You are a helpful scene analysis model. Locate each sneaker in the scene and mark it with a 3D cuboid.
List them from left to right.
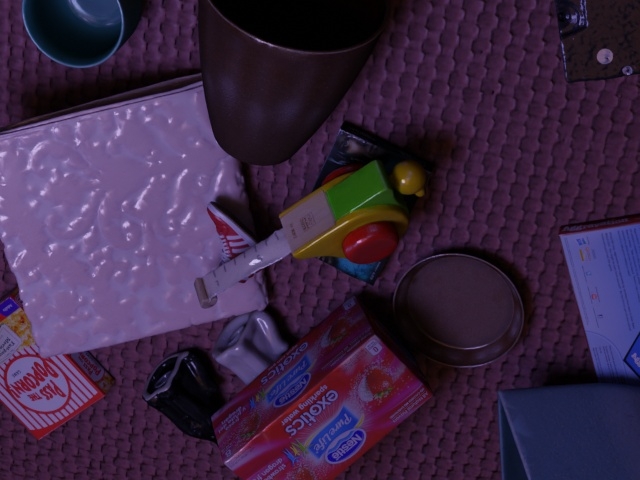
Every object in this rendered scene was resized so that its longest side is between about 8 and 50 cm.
[{"bbox_3d":[-0.117,0.007,1.897,0.067,0.042,0.118,-42,119,7],"label":"sneaker"}]

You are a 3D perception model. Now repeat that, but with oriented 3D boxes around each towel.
[{"bbox_3d":[-0.245,-0.025,1.908,0.317,0.053,0.332,-13,119,-4],"label":"towel"}]

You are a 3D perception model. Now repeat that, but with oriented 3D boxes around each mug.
[{"bbox_3d":[-0.270,-0.291,1.802,0.129,0.097,0.158,43,120,-9],"label":"mug"}]

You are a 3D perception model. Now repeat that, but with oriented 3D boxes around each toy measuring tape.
[{"bbox_3d":[0.000,0.000,1.843,0.330,0.121,0.121,-33,106,24],"label":"toy measuring tape"}]

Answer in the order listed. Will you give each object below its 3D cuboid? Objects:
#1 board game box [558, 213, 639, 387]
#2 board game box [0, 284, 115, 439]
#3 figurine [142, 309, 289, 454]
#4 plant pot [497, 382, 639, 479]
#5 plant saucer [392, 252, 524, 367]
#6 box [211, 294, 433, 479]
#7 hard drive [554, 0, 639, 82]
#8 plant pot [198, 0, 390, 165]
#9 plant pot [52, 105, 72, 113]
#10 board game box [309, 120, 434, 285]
[{"bbox_3d":[0.397,0.099,1.876,0.145,0.027,0.281,-9,116,21],"label":"board game box"},{"bbox_3d":[-0.407,0.171,2.128,0.146,0.045,0.193,-35,105,29],"label":"board game box"},{"bbox_3d":[-0.094,0.219,2.053,0.215,0.092,0.209,-32,114,27],"label":"figurine"},{"bbox_3d":[0.373,0.324,1.872,0.252,0.247,0.248,-12,132,-4],"label":"plant pot"},{"bbox_3d":[0.177,0.084,1.928,0.168,0.029,0.168,7,120,11],"label":"plant saucer"},{"bbox_3d":[0.000,0.212,1.933,0.257,0.123,0.128,-41,116,6],"label":"box"},{"bbox_3d":[0.413,-0.306,1.599,0.338,0.064,0.237,-7,112,12],"label":"hard drive"},{"bbox_3d":[-0.051,-0.202,1.747,0.215,0.215,0.230,21,136,3],"label":"plant pot"},{"bbox_3d":[-0.351,-0.112,1.938,0.083,0.081,0.081,-13,114,29],"label":"plant pot"},{"bbox_3d":[0.048,-0.044,1.894,0.126,0.026,0.186,25,122,0],"label":"board game box"}]
